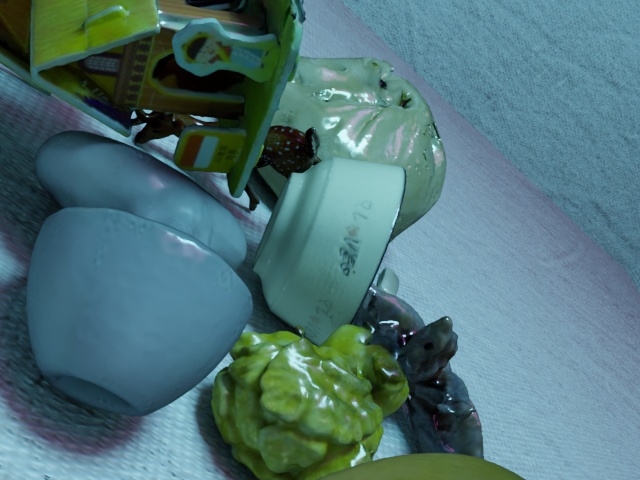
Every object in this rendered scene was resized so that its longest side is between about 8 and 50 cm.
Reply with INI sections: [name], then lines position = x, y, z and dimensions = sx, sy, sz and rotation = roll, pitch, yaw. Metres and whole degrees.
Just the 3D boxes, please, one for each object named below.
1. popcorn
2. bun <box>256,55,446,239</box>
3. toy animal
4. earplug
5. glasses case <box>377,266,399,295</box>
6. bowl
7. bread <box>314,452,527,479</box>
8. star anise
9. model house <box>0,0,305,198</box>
[popcorn]
position = -0.013, 0.152, 0.856
dimensions = 0.168, 0.174, 0.195
rotation = 29, 29, 10
[bun]
position = 0.038, -0.149, 1.333
dimensions = 0.362, 0.234, 0.326
rotation = 28, 34, -28
[toy animal]
position = -0.110, -0.129, 1.093
dimensions = 0.260, 0.243, 0.087
rotation = 63, 28, -59
[earplug]
position = -0.166, 0.014, 0.775
dimensions = 0.214, 0.175, 0.325
rotation = 33, 17, -27
[glasses case]
position = 0.106, 0.067, 1.368
dimensions = 0.032, 0.021, 0.083
rotation = 46, 22, -9
[bowl]
position = 0.000, 0.000, 1.036
dimensions = 0.126, 0.238, 0.238
rotation = 23, 26, -7
[bread]
position = 0.127, 0.334, 0.591
dimensions = 0.348, 0.253, 0.376
rotation = 30, 20, -35
[star anise]
position = 0.116, 0.162, 1.082
dimensions = 0.198, 0.110, 0.258
rotation = 36, -25, 56
[model house]
position = -0.226, -0.181, 0.802
dimensions = 0.323, 0.340, 0.300
rotation = 5, 50, -22
